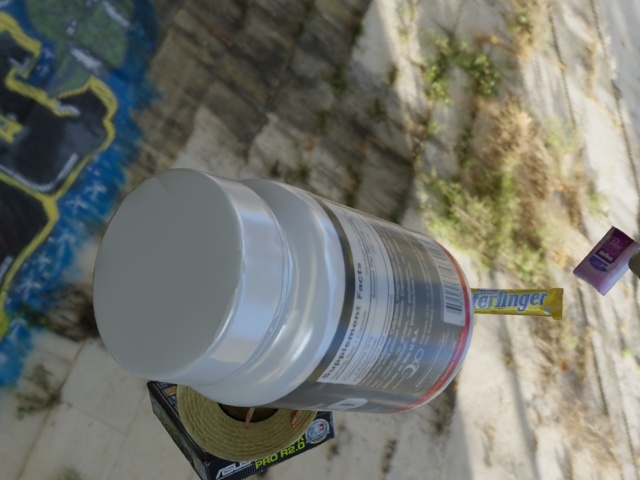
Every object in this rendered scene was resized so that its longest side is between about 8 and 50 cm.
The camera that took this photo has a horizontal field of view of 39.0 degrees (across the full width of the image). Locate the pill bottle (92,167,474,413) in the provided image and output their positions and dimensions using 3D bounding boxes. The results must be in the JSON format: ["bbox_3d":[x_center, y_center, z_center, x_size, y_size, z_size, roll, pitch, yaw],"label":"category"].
[{"bbox_3d":[-0.018,0.045,0.675,0.161,0.283,0.161,-9,-106,35],"label":"pill bottle"}]

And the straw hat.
[{"bbox_3d":[-0.069,0.156,0.919,0.144,0.144,0.061,-58,170,-8],"label":"straw hat"}]

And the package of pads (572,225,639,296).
[{"bbox_3d":[0.374,0.027,1.172,0.083,0.032,0.050,-48,-131,2],"label":"package of pads"}]

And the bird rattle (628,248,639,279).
[{"bbox_3d":[0.425,0.089,1.012,0.207,0.254,0.143,46,-67,32],"label":"bird rattle"}]

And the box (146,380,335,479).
[{"bbox_3d":[-0.135,0.274,1.465,0.216,0.060,0.270,-19,-153,-23],"label":"box"}]

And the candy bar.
[{"bbox_3d":[0.217,0.076,1.118,0.018,0.162,0.040,50,43,-79],"label":"candy bar"}]
